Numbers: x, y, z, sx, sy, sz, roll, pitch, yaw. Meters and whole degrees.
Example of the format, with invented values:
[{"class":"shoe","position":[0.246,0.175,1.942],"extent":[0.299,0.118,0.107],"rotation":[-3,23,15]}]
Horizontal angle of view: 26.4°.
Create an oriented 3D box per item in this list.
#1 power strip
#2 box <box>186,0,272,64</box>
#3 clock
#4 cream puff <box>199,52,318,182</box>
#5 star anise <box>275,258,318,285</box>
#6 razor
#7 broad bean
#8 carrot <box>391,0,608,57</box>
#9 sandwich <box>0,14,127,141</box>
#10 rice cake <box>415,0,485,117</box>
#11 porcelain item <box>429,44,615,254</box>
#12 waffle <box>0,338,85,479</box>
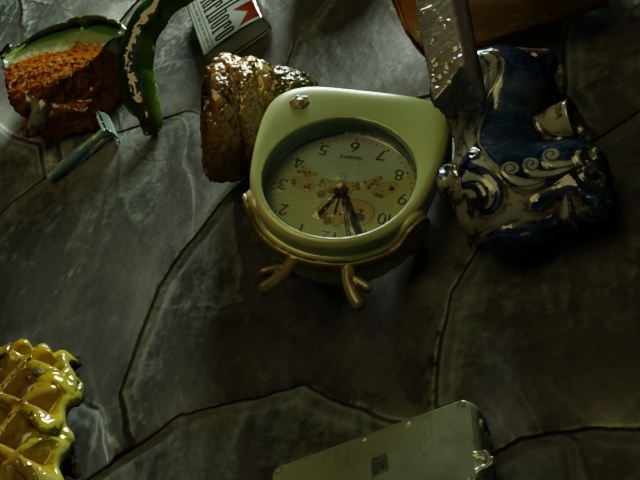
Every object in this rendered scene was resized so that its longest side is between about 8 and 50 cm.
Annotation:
[{"class":"power strip","position":[0.061,0.251,1.403],"extent":[0.270,0.046,0.118],"rotation":[-23,39,21]},{"class":"box","position":[-0.149,-0.359,2.179],"extent":[0.115,0.036,0.177],"rotation":[-32,38,8]},{"class":"clock","position":[0.023,-0.045,1.630],"extent":[0.235,0.096,0.308],"rotation":[9,54,11]},{"class":"cream puff","position":[-0.070,-0.164,1.848],"extent":[0.169,0.183,0.183],"rotation":[2,48,4]},{"class":"star anise","position":[-0.004,0.009,1.684],"extent":[0.124,0.056,0.129],"rotation":[-19,42,22]},{"class":"razor","position":[-0.380,-0.140,2.152],"extent":[0.135,0.040,0.068],"rotation":[-40,38,7]},{"class":"broad bean","position":[-0.245,-0.309,2.126],"extent":[0.144,0.049,0.292],"rotation":[25,81,22]},{"class":"carrot","position":[0.218,-0.338,1.749],"extent":[0.254,0.196,0.196],"rotation":[-24,41,24]},{"class":"sandwich","position":[-0.407,-0.267,2.244],"extent":[0.292,0.109,0.212],"rotation":[-20,49,26]},{"class":"rice cake","position":[0.144,-0.288,1.607],"extent":[0.056,0.072,0.365],"rotation":[-24,46,22]},{"class":"porcelain item","position":[0.231,-0.115,1.558],"extent":[0.186,0.138,0.288],"rotation":[-17,45,21]},{"class":"waffle","position":[-0.469,0.298,1.754],"extent":[0.380,0.095,0.382],"rotation":[-31,37,13]}]
